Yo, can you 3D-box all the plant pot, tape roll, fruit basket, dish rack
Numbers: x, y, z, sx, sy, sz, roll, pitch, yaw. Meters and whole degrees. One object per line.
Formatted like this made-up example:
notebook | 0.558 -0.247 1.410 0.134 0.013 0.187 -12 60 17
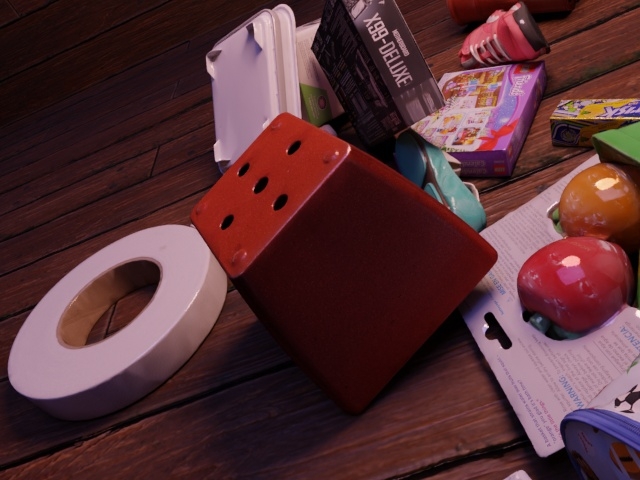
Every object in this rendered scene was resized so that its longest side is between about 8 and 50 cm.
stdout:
plant pot | 0.478 -0.657 1.181 0.265 0.272 0.272 18 54 34
tape roll | -0.351 0.123 0.877 0.391 0.072 0.392 -17 37 13
fruit basket | 0.327 0.025 0.545 0.353 0.165 0.327 -41 27 15
plant pot | 0.000 0.000 0.619 0.267 0.235 0.267 -48 39 0
dish rack | -0.155 -0.301 1.050 0.072 0.333 0.285 -5 0 -42

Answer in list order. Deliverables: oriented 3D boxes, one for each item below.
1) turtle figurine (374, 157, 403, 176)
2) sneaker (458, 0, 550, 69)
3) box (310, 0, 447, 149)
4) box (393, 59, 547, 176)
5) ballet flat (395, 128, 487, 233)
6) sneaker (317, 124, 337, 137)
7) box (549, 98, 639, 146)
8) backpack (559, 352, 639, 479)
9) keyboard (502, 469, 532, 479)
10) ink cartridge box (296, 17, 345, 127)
turtle figurine | 0.025 -0.079 0.865 0.234 0.118 0.175 -44 39 -13
sneaker | 0.364 -0.394 1.024 0.136 0.116 0.314 -34 13 16
box | 0.086 -0.300 0.882 0.076 0.243 0.307 -30 6 -5
box | 0.285 -0.228 0.925 0.200 0.057 0.293 5 47 36
ballet flat | 0.193 -0.089 0.788 0.087 0.083 0.247 -1 45 -14
sneaker | -0.014 -0.231 1.124 0.070 0.051 0.134 -30 28 -28
box | 0.453 -0.182 0.769 0.168 0.054 0.059 12 51 41
backpack | 0.276 0.187 0.283 0.213 0.277 0.263 -29 23 -6
keyboard | 0.098 0.301 0.439 0.256 0.014 0.072 -31 42 -5
ink cartridge box | 0.021 -0.401 1.142 0.272 0.198 0.114 -35 32 -30
